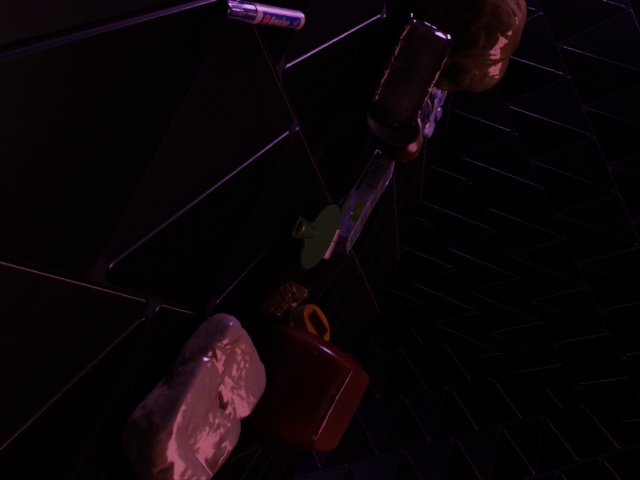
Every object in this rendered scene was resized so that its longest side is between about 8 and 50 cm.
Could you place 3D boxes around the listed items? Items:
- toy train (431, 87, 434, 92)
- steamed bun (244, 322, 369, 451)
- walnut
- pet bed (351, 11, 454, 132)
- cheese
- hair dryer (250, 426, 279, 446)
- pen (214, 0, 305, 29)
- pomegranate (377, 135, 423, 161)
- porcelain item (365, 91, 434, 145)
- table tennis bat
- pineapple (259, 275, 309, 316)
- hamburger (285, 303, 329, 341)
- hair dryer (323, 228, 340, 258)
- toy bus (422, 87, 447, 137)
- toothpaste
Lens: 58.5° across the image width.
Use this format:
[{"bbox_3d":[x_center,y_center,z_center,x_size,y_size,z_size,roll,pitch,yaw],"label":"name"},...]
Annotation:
[{"bbox_3d":[0.279,-0.391,1.718,0.060,0.081,0.202,4,-114,62],"label":"toy train"},{"bbox_3d":[-0.053,0.319,1.252,0.235,0.248,0.379,-62,162,-11],"label":"steamed bun"},{"bbox_3d":[0.338,-0.497,1.363,0.253,0.277,0.282,-56,153,-12],"label":"walnut"},{"bbox_3d":[0.160,-0.347,1.195,0.211,0.159,0.183,-64,179,9],"label":"pet bed"},{"bbox_3d":[-0.184,0.249,0.868,0.159,0.093,0.263,61,43,-32],"label":"cheese"},{"bbox_3d":[-0.090,0.372,1.579,0.189,0.107,0.352,102,8,-51],"label":"hair dryer"},{"bbox_3d":[-0.066,-0.266,0.677,0.204,0.025,0.025,-40,151,-63],"label":"pen"},{"bbox_3d":[0.221,-0.299,1.596,0.129,0.129,0.159,-33,119,-68],"label":"pomegranate"},{"bbox_3d":[0.193,-0.316,1.374,0.147,0.147,0.114,91,23,-60],"label":"porcelain item"},{"bbox_3d":[-0.016,-0.015,1.245,0.160,0.039,0.257,-66,162,1],"label":"table tennis bat"},{"bbox_3d":[-0.084,0.123,1.239,0.114,0.077,0.114,-27,168,-12],"label":"pineapple"},{"bbox_3d":[-0.038,0.231,1.466,0.081,0.126,0.141,-28,-156,24],"label":"hamburger"},{"bbox_3d":[0.000,0.000,1.382,0.082,0.047,0.137,-67,162,6],"label":"hair dryer"},{"bbox_3d":[0.355,-0.499,1.823,0.136,0.109,0.330,-12,125,-63],"label":"toy bus"},{"bbox_3d":[0.118,-0.113,1.608,0.081,0.067,0.336,94,23,-55],"label":"toothpaste"}]
